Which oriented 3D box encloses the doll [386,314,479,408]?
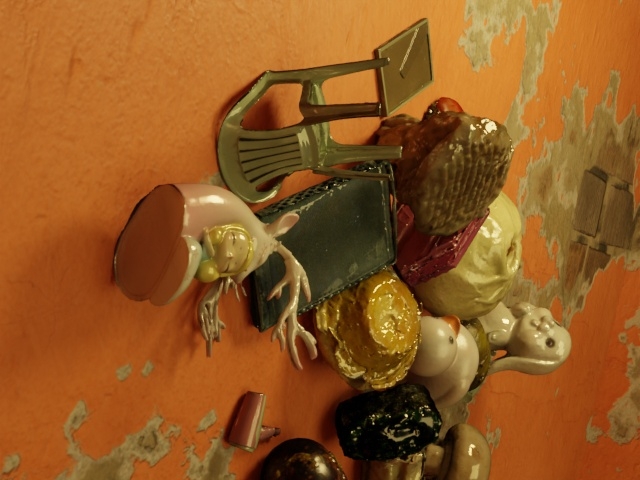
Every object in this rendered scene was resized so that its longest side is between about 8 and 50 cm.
[{"bbox_3d":[0.236,0.266,1.945,0.251,0.221,0.221,-49,151,18],"label":"doll"}]

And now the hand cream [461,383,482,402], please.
[{"bbox_3d":[0.443,0.376,2.441,0.205,0.049,0.078,-44,134,-45],"label":"hand cream"}]

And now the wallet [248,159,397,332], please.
[{"bbox_3d":[0.000,0.000,1.601,0.342,0.075,0.237,-26,127,-32],"label":"wallet"}]

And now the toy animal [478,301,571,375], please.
[{"bbox_3d":[0.515,0.265,2.333,0.249,0.289,0.174,-35,134,-18],"label":"toy animal"}]

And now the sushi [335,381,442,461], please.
[{"bbox_3d":[0.144,0.395,1.850,0.225,0.127,0.124,-11,117,-7],"label":"sushi"}]

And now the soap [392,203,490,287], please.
[{"bbox_3d":[0.238,-0.019,1.892,0.250,0.162,0.099,-54,153,-17],"label":"soap"}]

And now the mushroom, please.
[{"bbox_3d":[0.355,0.591,2.290,0.226,0.178,0.227,25,90,-87],"label":"mushroom"}]

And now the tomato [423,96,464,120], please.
[{"bbox_3d":[0.298,-0.249,1.978,0.159,0.091,0.139,-62,145,-25],"label":"tomato"}]

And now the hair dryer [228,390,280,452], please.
[{"bbox_3d":[-0.114,0.348,1.629,0.154,0.054,0.106,50,55,-62],"label":"hair dryer"}]

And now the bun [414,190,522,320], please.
[{"bbox_3d":[0.377,0.024,2.089,0.364,0.202,0.365,-20,114,-52],"label":"bun"}]

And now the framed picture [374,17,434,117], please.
[{"bbox_3d":[0.180,-0.366,1.833,0.203,0.015,0.150,-41,132,-41],"label":"framed picture"}]

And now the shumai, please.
[{"bbox_3d":[0.220,-0.189,1.742,0.267,0.262,0.314,-37,152,-11],"label":"shumai"}]

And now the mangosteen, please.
[{"bbox_3d":[-0.052,0.489,1.662,0.217,0.192,0.192,-36,138,-2],"label":"mangosteen"}]

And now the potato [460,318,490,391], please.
[{"bbox_3d":[0.360,0.284,2.209,0.149,0.113,0.251,-14,128,-4],"label":"potato"}]

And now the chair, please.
[{"bbox_3d":[-0.015,-0.177,1.462,0.191,0.274,0.203,-72,153,-54],"label":"chair"}]

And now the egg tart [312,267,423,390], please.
[{"bbox_3d":[0.112,0.159,1.750,0.294,0.116,0.295,10,74,-38],"label":"egg tart"}]

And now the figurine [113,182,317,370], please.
[{"bbox_3d":[-0.157,0.058,1.351,0.315,0.206,0.285,2,94,-50],"label":"figurine"}]

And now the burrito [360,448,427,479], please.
[{"bbox_3d":[0.161,0.615,2.024,0.135,0.190,0.332,-1,101,-19],"label":"burrito"}]
